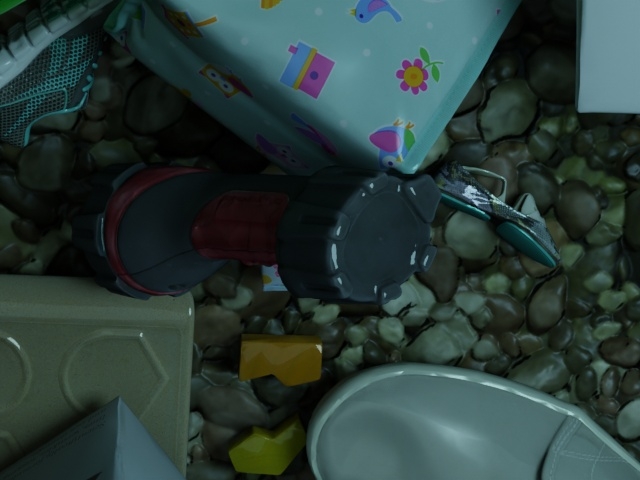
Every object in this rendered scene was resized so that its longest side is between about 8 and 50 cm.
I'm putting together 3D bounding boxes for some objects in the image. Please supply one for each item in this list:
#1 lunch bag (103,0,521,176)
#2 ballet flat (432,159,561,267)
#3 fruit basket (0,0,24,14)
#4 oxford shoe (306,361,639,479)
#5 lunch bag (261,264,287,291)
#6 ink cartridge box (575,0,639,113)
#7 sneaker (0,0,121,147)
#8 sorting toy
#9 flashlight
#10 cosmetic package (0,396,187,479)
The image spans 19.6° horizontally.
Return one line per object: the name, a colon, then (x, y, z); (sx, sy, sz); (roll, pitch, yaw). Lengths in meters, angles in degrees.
lunch bag: (0.020, -0.187, 1.242); (0.223, 0.160, 0.262); (36, 69, -8)
ballet flat: (0.134, -0.024, 1.350); (0.114, 0.041, 0.041); (31, 103, -9)
fruit basket: (-0.176, -0.345, 1.158); (0.392, 0.392, 0.283); (-42, 119, 10)
oxford shoe: (0.194, 0.235, 1.372); (0.449, 0.130, 0.169); (32, 104, -7)
lunch bag: (0.000, 0.000, 1.348); (0.083, 0.053, 0.071); (-1, 103, 10)
ink cartridge box: (0.326, -0.155, 1.189); (0.307, 0.223, 0.129); (3, 106, 12)
sneaker: (-0.182, -0.129, 1.318); (0.166, 0.065, 0.076); (-34, 119, 12)
sorting toy: (-0.158, 0.137, 1.395); (0.307, 0.041, 0.229); (2, 107, -6)
flashlight: (-0.053, -0.002, 1.220); (0.103, 0.304, 0.103); (0, 94, -34)
cosmetic package: (-0.124, 0.334, 1.360); (0.217, 0.156, 0.385); (-30, 109, 7)
